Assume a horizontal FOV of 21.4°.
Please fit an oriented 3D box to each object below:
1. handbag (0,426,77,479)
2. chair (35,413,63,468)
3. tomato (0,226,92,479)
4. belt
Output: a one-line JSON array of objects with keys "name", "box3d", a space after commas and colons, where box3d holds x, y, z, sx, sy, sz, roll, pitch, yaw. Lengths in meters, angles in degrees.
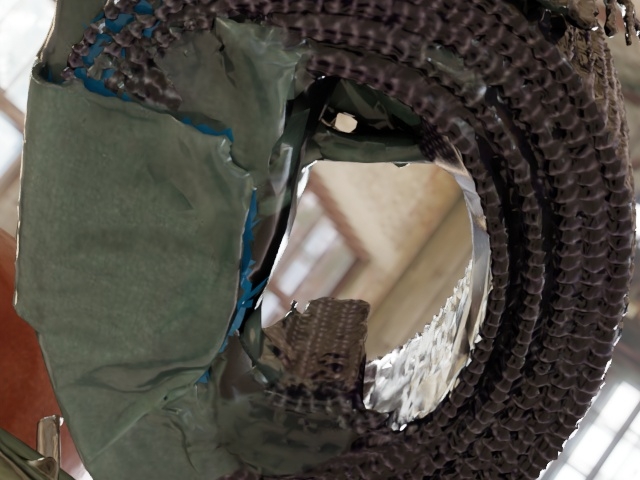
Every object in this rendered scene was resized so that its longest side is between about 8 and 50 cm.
[{"name": "handbag", "box3d": [-0.128, 0.196, 0.371, 0.241, 0.315, 0.109, 47, -11, -29]}, {"name": "chair", "box3d": [-0.227, 0.230, 0.843, 0.175, 0.183, 0.326, 62, 16, -61]}, {"name": "tomato", "box3d": [-0.294, 0.129, 1.187, 0.321, 0.321, 0.321, 35, -14, 10]}, {"name": "belt", "box3d": [0.000, 0.000, 0.730, 0.260, 0.122, 0.325, 11, -56, -2]}]
